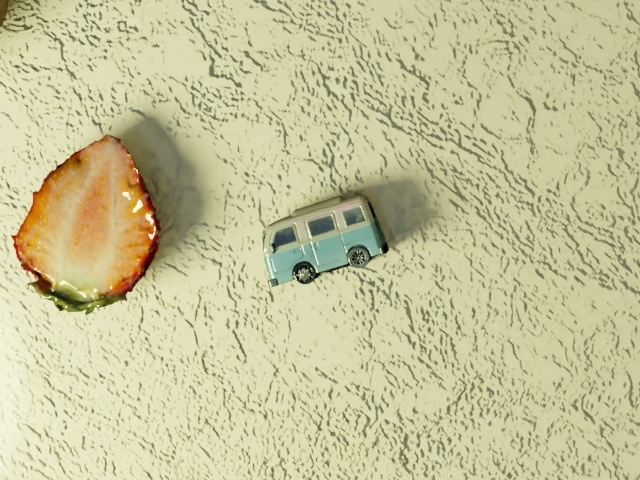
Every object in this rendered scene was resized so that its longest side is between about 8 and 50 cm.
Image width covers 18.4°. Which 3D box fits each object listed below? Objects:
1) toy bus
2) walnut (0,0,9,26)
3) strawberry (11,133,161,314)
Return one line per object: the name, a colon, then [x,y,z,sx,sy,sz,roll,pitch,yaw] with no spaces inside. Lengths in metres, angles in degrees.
toy bus: [0.000,0.000,1.974,0.123,0.060,0.075,-17,92,7]
walnut: [-0.440,-0.249,1.883,0.252,0.277,0.313,46,133,28]
strawberry: [-0.232,-0.016,1.991,0.146,0.082,0.187,14,94,-1]
